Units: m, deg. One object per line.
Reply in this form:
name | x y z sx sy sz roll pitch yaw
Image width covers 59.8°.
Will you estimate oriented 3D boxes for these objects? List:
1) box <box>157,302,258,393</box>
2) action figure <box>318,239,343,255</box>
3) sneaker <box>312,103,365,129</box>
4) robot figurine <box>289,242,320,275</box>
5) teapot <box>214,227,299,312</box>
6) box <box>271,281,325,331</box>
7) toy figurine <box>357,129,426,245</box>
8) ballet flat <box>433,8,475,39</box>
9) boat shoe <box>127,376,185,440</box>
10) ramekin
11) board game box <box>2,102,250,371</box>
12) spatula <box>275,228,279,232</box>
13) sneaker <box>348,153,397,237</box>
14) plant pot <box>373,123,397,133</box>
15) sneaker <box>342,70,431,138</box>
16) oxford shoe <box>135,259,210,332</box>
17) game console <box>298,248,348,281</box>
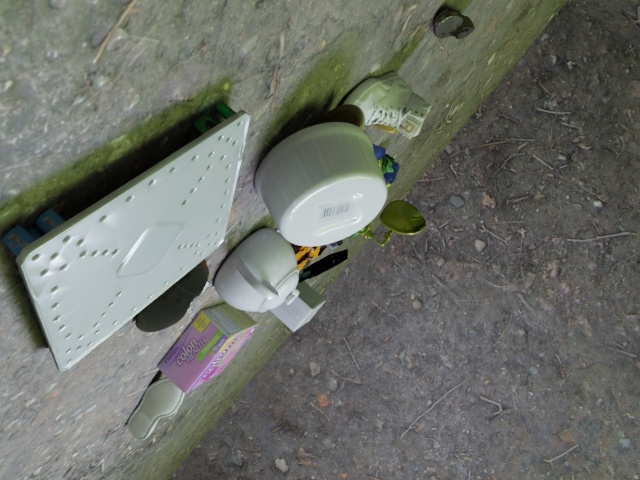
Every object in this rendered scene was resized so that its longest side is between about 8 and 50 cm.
box | -0.326 0.309 1.657 0.214 0.117 0.243 -51 169 9
action figure | 0.000 0.000 1.999 0.185 0.099 0.285 -51 -173 -33
sneaker | 0.030 -0.214 1.326 0.282 0.099 0.153 -49 168 33
robot figurine | -0.090 0.048 1.775 0.291 0.085 0.211 -37 156 -49
teapot | -0.146 0.102 1.485 0.256 0.187 0.253 -39 165 -42
box | -0.103 0.231 2.137 0.119 0.182 0.181 -52 169 15
toy figurine | 0.105 -0.167 1.430 0.191 0.362 0.217 -19 125 -34
ballet flat | 0.359 -0.595 1.517 0.084 0.058 0.250 -30 176 35
boat shoe | -0.483 0.494 1.699 0.305 0.109 0.091 -48 172 28
ramekin | 0.009 -0.107 1.199 0.277 0.135 0.277 -18 151 -10
board game box | -0.288 0.000 0.896 0.390 0.050 0.390 -43 168 -34
spatula | -0.053 -0.094 1.643 0.168 0.019 0.242 -47 172 32
sneaker | 0.138 -0.156 1.999 0.146 0.134 0.344 -20 141 -57
plant pot | 0.196 -0.350 1.595 0.081 0.083 0.081 -53 168 19
sneaker | 0.174 -0.319 1.381 0.292 0.169 0.108 -38 167 -43
oxford shoe | -0.310 0.115 1.183 0.212 0.076 0.076 -42 -148 12
game console | -0.062 0.113 1.999 0.213 0.044 0.361 -30 171 37
